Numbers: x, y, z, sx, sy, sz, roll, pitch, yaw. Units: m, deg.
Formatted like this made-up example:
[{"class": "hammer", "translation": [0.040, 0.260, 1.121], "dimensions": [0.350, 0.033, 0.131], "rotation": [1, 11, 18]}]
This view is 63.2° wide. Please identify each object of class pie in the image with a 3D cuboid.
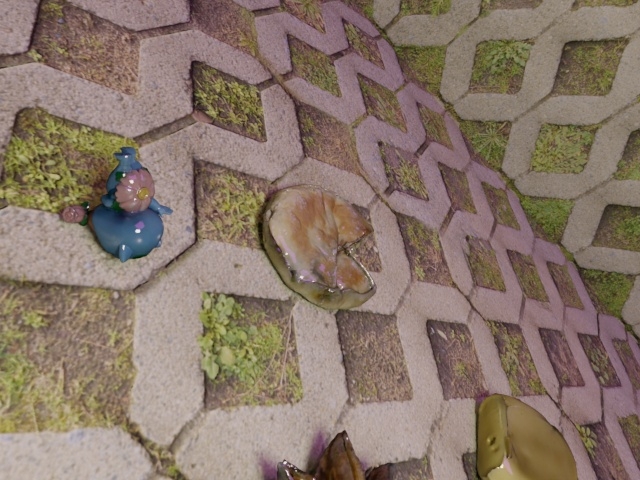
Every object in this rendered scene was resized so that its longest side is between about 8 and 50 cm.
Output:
[{"class": "pie", "translation": [0.000, 0.000, 1.174], "dimensions": [0.338, 0.075, 0.337], "rotation": [23, 46, -26]}]

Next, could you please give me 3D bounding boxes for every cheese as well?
[{"class": "cheese", "translation": [0.505, 0.529, 1.246], "dimensions": [0.316, 0.128, 0.259], "rotation": [33, 48, -15]}]

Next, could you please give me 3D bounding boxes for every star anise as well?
[{"class": "star anise", "translation": [0.035, 0.464, 0.791], "dimensions": [0.332, 0.118, 0.331], "rotation": [19, 53, -28]}]

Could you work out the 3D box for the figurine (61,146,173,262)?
[{"class": "figurine", "translation": [-0.322, -0.058, 0.828], "dimensions": [0.145, 0.178, 0.114], "rotation": [8, 21, 6]}]
